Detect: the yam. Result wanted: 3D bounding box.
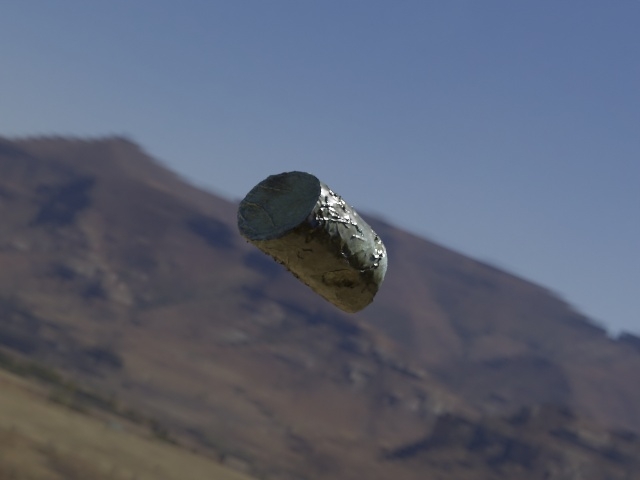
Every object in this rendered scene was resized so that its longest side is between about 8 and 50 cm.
[{"bbox_3d":[0.000,0.000,2.022,0.107,0.107,0.183,19,-17,48],"label":"yam"}]
